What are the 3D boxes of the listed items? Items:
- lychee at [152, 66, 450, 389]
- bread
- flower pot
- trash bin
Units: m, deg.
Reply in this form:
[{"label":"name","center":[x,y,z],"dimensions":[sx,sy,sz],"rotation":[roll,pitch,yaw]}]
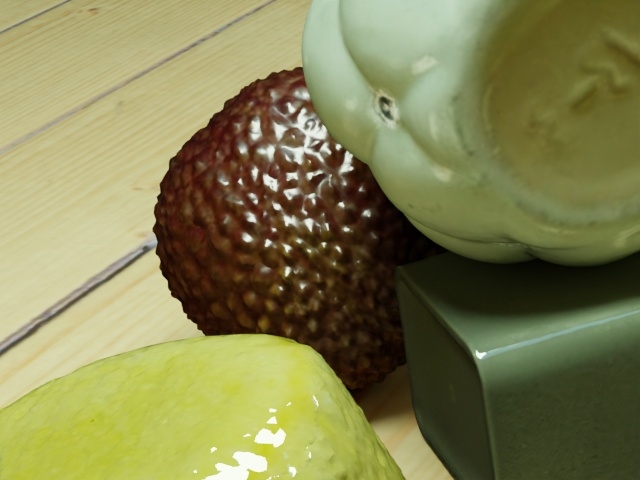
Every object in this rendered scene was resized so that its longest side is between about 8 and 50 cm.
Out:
[{"label":"lychee","center":[-0.004,-0.005,1.136],"dimensions":[0.194,0.194,0.194],"rotation":[-6,21,2]},{"label":"bread","center":[-0.077,0.149,0.740],"dimensions":[0.270,0.148,0.270],"rotation":[-26,22,11]},{"label":"flower pot","center":[0.112,-0.105,0.973],"dimensions":[0.246,0.246,0.195],"rotation":[-9,25,-6]},{"label":"trash bin","center":[0.176,0.052,1.022],"dimensions":[0.240,0.122,0.164],"rotation":[-13,21,-10]}]
